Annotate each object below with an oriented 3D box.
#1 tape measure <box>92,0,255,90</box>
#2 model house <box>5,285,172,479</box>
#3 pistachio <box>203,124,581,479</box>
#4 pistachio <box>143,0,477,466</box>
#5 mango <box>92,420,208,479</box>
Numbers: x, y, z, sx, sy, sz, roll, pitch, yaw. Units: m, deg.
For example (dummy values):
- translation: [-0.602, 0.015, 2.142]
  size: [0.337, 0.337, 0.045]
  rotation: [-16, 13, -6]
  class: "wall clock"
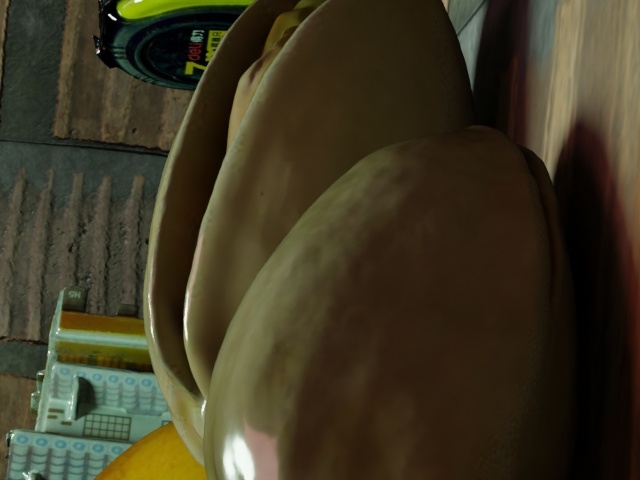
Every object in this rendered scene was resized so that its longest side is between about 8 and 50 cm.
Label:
- translation: [-0.083, -0.192, 1.450]
  size: [0.199, 0.186, 0.112]
  rotation: [107, 160, -65]
  class: "tape measure"
- translation: [-0.168, 0.182, 1.716]
  size: [0.215, 0.224, 0.198]
  rotation: [-89, 8, -47]
  class: "model house"
- translation: [0.027, 0.037, 0.566]
  size: [0.126, 0.108, 0.185]
  rotation: [-48, 21, 38]
  class: "pistachio"
- translation: [0.000, 0.000, 0.744]
  size: [0.144, 0.144, 0.215]
  rotation: [132, 152, -80]
  class: "pistachio"
- translation: [-0.098, 0.263, 1.246]
  size: [0.201, 0.199, 0.350]
  rotation: [-2, 67, 55]
  class: "mango"
